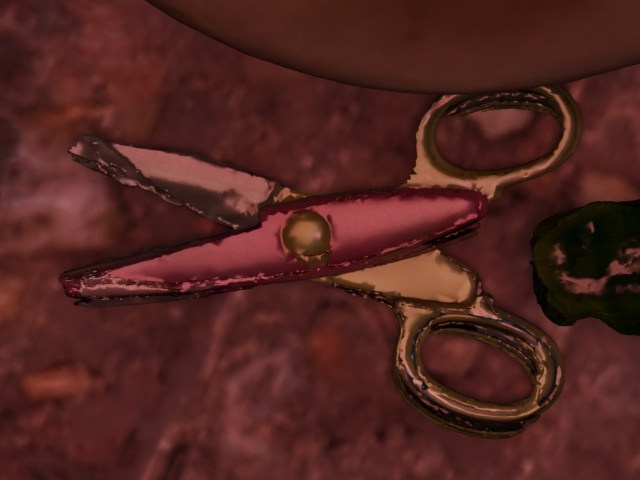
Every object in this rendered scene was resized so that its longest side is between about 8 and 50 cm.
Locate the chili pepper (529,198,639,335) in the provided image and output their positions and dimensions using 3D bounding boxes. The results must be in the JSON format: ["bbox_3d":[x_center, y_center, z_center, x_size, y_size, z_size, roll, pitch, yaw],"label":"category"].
[{"bbox_3d":[0.156,-0.024,0.666,0.182,0.050,0.073,-40,93,-3],"label":"chili pepper"}]

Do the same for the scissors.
[{"bbox_3d":[0.000,0.000,0.690,0.187,0.020,0.134,5,93,-2],"label":"scissors"}]

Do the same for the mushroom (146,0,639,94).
[{"bbox_3d":[0.045,-0.220,0.532,0.362,0.294,0.362,0,94,-2],"label":"mushroom"}]
